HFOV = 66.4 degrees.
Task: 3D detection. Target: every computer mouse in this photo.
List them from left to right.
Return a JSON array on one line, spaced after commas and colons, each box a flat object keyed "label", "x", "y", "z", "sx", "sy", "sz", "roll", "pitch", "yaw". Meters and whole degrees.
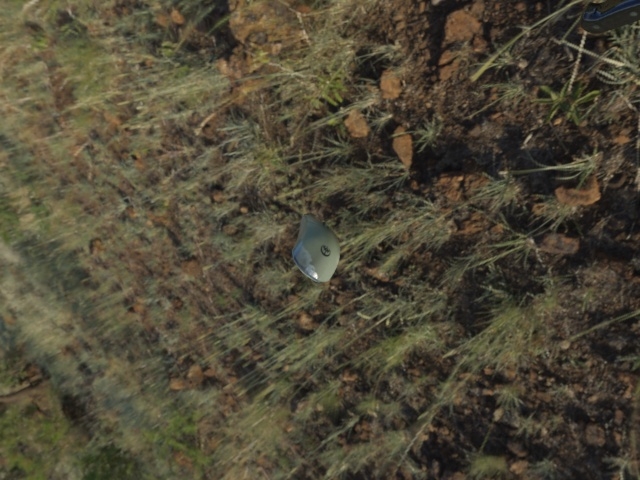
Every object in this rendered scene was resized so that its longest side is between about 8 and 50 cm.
[{"label": "computer mouse", "x": 0.000, "y": 0.000, "z": 0.569, "sx": 0.056, "sy": 0.110, "sz": 0.032, "roll": 36, "pitch": 122, "yaw": -20}]

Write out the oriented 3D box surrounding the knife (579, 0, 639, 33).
[{"label": "knife", "x": 0.267, "y": -0.193, "z": 0.319, "sx": 0.245, "sy": 0.072, "sz": 0.019, "roll": 11, "pitch": 79, "yaw": 68}]
